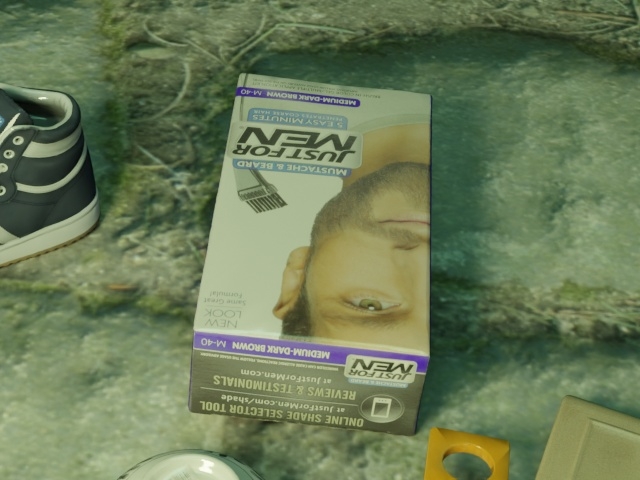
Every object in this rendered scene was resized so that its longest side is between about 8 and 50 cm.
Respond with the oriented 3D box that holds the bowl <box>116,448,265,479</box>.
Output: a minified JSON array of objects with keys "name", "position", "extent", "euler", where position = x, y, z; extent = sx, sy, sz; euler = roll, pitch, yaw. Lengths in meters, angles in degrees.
[{"name":"bowl","position":[-0.091,0.203,0.954],"extent":[0.170,0.080,0.170],"euler":[4,42,-3]}]

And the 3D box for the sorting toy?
[{"name":"sorting toy","position":[0.244,0.211,1.009],"extent":[0.348,0.047,0.196],"euler":[18,39,13]}]

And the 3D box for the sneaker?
[{"name":"sneaker","position":[-0.315,-0.036,1.136],"extent":[0.282,0.153,0.099],"euler":[-28,51,-31]}]

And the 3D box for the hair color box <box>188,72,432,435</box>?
[{"name":"hair color box","position":[0.000,0.000,1.168],"extent":[0.185,0.110,0.339],"euler":[6,44,-1]}]
